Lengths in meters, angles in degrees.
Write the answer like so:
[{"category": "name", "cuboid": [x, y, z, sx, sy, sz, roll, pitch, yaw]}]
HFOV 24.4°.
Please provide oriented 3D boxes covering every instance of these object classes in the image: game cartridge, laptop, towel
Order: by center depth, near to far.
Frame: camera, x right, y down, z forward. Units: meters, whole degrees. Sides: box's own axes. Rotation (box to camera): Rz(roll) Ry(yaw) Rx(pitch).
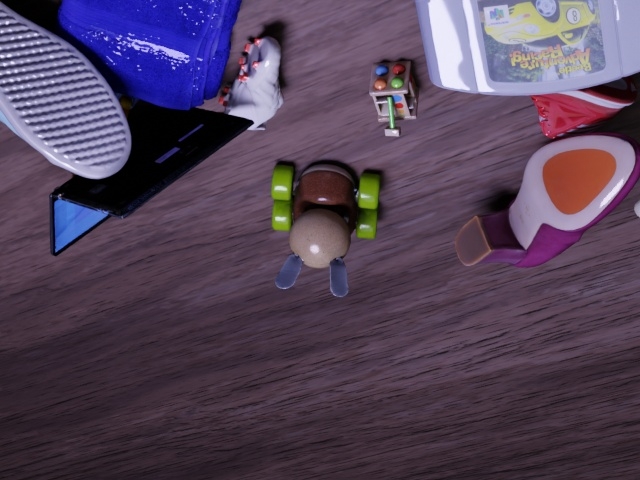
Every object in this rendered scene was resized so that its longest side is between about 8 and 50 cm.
[{"category": "game cartridge", "cuboid": [0.260, -0.270, 1.737, 0.294, 0.060, 0.196, -5, 121, 17]}, {"category": "towel", "cuboid": [-0.215, -0.286, 1.845, 0.227, 0.076, 0.308, 12, 145, -8]}, {"category": "laptop", "cuboid": [-0.232, -0.068, 1.991, 0.264, 0.234, 0.137, 16, 136, 47]}]

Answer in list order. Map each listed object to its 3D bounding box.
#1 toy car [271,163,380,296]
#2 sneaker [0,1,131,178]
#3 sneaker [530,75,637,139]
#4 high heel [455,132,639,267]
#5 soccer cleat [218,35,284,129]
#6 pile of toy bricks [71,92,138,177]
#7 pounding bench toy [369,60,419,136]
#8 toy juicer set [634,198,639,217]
[{"category": "toy car", "cuboid": [0.000, 0.000, 2.116, 0.155, 0.188, 0.149, 5, 145, 3]}, {"category": "sneaker", "cuboid": [-0.398, -0.212, 1.908, 0.366, 0.135, 0.150, 44, 162, -8]}, {"category": "sneaker", "cuboid": [0.280, -0.184, 1.894, 0.221, 0.087, 0.128, 18, 143, -13]}, {"category": "high heel", "cuboid": [0.351, -0.061, 2.018, 0.181, 0.127, 0.377, -8, 168, -33]}, {"category": "soccer cleat", "cuboid": [-0.077, -0.206, 1.949, 0.076, 0.068, 0.196, 12, 152, -16]}, {"category": "pile of toy bricks", "cuboid": [-0.321, -0.134, 2.044, 0.118, 0.105, 0.212, 22, 148, -19]}, {"category": "pounding bench toy", "cuboid": [0.094, -0.185, 1.926, 0.052, 0.083, 0.065, -3, 145, 15]}, {"category": "toy juicer set", "cuboid": [0.557, -0.057, 2.032, 0.329, 0.090, 0.209, 20, 157, -32]}]
